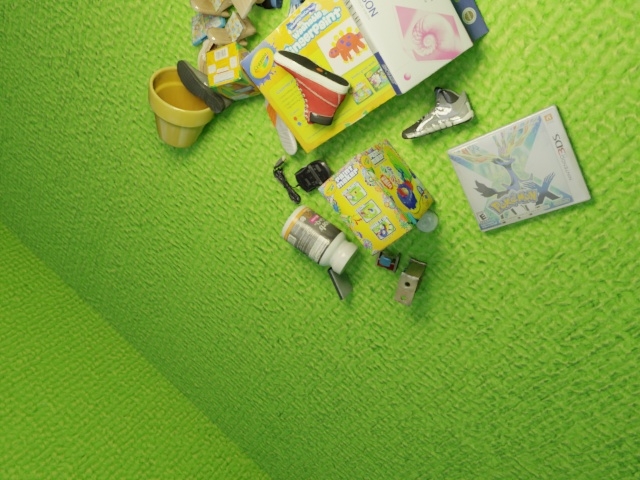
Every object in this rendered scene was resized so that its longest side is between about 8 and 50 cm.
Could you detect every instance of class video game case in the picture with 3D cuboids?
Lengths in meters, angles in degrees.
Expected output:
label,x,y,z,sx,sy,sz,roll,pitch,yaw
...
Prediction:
label,x,y,z,sx,sy,sz,roll,pitch,yaw
video game case,0.601,-0.208,1.365,0.329,0.036,0.299,-20,101,34
video game case,-0.413,-0.801,1.623,0.166,0.015,0.119,-15,73,33

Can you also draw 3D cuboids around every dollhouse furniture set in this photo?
label,x,y,z,sx,sy,sz,roll,pitch,yaw
dollhouse furniture set,-0.329,-0.883,1.366,0.362,0.257,0.394,-38,78,43
dollhouse furniture set,0.277,0.132,1.642,0.184,0.129,0.128,20,121,18

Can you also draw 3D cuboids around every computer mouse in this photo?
label,x,y,z,sx,sy,sz,roll,pitch,yaw
computer mouse,-0.068,-0.267,1.694,0.184,0.060,0.262,52,137,-6

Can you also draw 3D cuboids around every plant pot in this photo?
label,x,y,z,sx,sy,sz,roll,pitch,yaw
plant pot,-0.547,-0.507,1.746,0.254,0.254,0.239,41,141,6

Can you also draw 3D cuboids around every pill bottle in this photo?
label,x,y,z,sx,sy,sz,roll,pitch,yaw
pill bottle,0.000,0.000,1.716,0.278,0.162,0.162,35,124,10

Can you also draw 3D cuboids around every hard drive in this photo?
label,x,y,z,sx,sy,sz,roll,pitch,yaw
hard drive,0.080,0.158,1.784,0.022,0.094,0.135,-17,103,34

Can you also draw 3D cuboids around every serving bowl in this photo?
label,x,y,z,sx,sy,sz,roll,pitch,yaw
serving bowl,0.372,-0.065,1.562,0.083,0.027,0.083,12,118,24

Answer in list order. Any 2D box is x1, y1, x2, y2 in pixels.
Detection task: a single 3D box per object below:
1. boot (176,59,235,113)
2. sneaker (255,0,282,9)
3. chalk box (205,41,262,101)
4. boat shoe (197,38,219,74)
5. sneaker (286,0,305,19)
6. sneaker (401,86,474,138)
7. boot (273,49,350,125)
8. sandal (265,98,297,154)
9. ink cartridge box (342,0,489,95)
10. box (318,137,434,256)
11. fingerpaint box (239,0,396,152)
label,x,y,z,sx,sy,sz,roll,pitch,yaw
boot,-0.405,-0.594,1.666,0.246,0.161,0.083,45,142,-3
sneaker,-0.177,-0.887,1.449,0.091,0.081,0.232,12,118,18
chalk box,-0.285,-0.582,1.569,0.133,0.213,0.132,-8,86,24
boat shoe,-0.418,-0.704,1.677,0.059,0.063,0.170,35,124,18
sneaker,-0.070,-0.760,1.465,0.059,0.053,0.144,30,137,12
sneaker,0.354,-0.407,1.389,0.229,0.086,0.132,-14,100,22
boot,-0.053,-0.455,1.353,0.244,0.088,0.176,29,132,-4
sandal,-0.126,-0.443,1.629,0.102,0.076,0.265,-19,91,57
ink cartridge box,0.267,-0.624,1.196,0.330,0.071,0.324,-36,106,0
box,0.192,-0.150,1.460,0.177,0.290,0.279,-38,92,36
fingerpaint box,0.033,-0.556,1.404,0.445,0.163,0.371,-27,110,35
